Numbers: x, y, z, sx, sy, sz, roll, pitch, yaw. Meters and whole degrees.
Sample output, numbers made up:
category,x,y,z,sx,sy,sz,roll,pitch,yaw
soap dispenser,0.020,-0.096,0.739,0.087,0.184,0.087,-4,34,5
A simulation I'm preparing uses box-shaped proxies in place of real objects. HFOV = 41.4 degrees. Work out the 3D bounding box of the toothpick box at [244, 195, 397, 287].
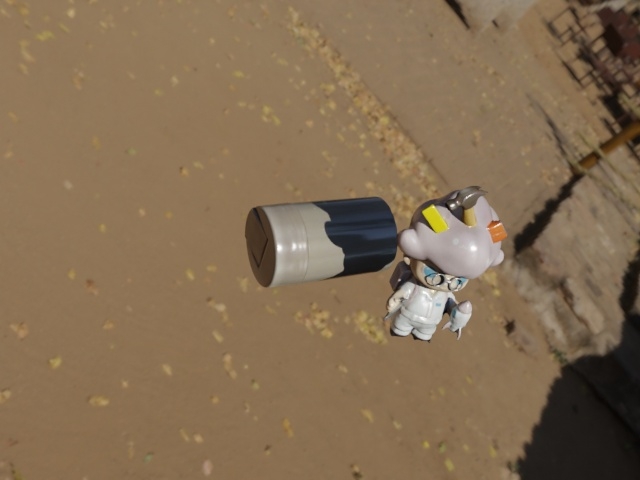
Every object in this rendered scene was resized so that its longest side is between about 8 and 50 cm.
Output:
category,x,y,z,sx,sy,sz,roll,pitch,yaw
toothpick box,0.000,0.000,1.139,0.180,0.111,0.111,-7,57,-25

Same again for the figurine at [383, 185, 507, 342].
category,x,y,z,sx,sy,sz,roll,pitch,yaw
figurine,0.145,0.023,0.993,0.137,0.229,0.112,13,30,-13
